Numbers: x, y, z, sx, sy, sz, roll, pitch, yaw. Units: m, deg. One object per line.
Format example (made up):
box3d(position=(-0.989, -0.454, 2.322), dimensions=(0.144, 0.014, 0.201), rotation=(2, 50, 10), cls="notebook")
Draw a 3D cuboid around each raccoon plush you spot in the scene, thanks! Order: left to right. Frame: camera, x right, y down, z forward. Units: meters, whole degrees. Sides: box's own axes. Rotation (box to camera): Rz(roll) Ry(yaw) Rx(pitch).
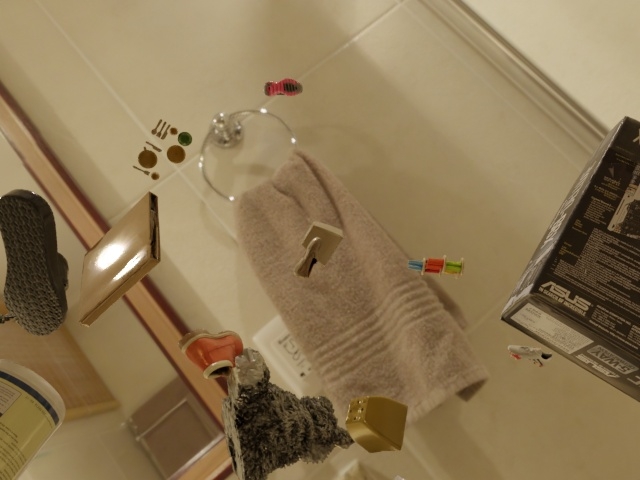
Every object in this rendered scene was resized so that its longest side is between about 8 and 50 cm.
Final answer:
box3d(position=(-0.049, 0.395, 1.086), dimensions=(0.299, 0.216, 0.446), rotation=(-9, -36, -23), cls="raccoon plush")

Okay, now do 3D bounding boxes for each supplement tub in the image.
box3d(position=(-0.735, 0.440, 0.999), dimensions=(0.235, 0.235, 0.324), rotation=(-50, 9, 37), cls="supplement tub")

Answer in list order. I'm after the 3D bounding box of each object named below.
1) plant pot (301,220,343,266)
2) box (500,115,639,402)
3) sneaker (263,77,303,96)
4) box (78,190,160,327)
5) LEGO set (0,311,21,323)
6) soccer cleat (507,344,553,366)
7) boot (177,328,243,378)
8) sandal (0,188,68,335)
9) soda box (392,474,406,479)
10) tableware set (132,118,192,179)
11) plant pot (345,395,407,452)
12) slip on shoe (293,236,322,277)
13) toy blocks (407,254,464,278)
box3d(position=(0.000, 0.000, 1.477), dimensions=(0.109, 0.096, 0.109), rotation=(-58, 6, 12), cls="plant pot")
box3d(position=(0.365, 0.049, 0.436), dimensions=(0.242, 0.308, 0.076), rotation=(-52, -17, -21), cls="box")
box3d(position=(-0.093, -0.411, 1.293), dimensions=(0.057, 0.119, 0.047), rotation=(-20, -64, -57), cls="sneaker")
box3d(position=(-0.348, 0.030, 0.826), dimensions=(0.201, 0.164, 0.021), rotation=(-38, -45, 20), cls="box")
box3d(position=(-0.630, 0.151, 0.931), dimensions=(0.054, 0.023, 0.083), rotation=(-7, -11, 30), cls="LEGO set")
box3d(position=(0.378, 0.203, 0.863), dimensions=(0.029, 0.083, 0.035), rotation=(-77, 11, -50), cls="soccer cleat")
box3d(position=(-0.170, 0.201, 0.824), dimensions=(0.059, 0.085, 0.158), rotation=(-49, -23, 7), cls="boot")
box3d(position=(-0.716, 0.067, 1.236), dimensions=(0.107, 0.168, 0.445), rotation=(-65, -6, -60), cls="sandal")
box3d(position=(0.092, 0.495, 0.780), dimensions=(0.216, 0.069, 0.074), rotation=(-30, 22, -33), cls="soda box")
box3d(position=(-0.408, -0.229, 1.247), dimensions=(0.154, 0.104, 0.024), rotation=(-60, 19, 1), cls="tableware set")
box3d(position=(0.092, 0.318, 0.848), dimensions=(0.081, 0.083, 0.081), rotation=(-32, 30, 44), cls="plant pot")
box3d(position=(-0.024, 0.048, 1.309), dimensions=(0.135, 0.041, 0.051), rotation=(-55, -29, -36), cls="slip on shoe")
box3d(position=(0.330, 0.072, 1.381), dimensions=(0.123, 0.148, 0.054), rotation=(64, -147, -76), cls="toy blocks")
